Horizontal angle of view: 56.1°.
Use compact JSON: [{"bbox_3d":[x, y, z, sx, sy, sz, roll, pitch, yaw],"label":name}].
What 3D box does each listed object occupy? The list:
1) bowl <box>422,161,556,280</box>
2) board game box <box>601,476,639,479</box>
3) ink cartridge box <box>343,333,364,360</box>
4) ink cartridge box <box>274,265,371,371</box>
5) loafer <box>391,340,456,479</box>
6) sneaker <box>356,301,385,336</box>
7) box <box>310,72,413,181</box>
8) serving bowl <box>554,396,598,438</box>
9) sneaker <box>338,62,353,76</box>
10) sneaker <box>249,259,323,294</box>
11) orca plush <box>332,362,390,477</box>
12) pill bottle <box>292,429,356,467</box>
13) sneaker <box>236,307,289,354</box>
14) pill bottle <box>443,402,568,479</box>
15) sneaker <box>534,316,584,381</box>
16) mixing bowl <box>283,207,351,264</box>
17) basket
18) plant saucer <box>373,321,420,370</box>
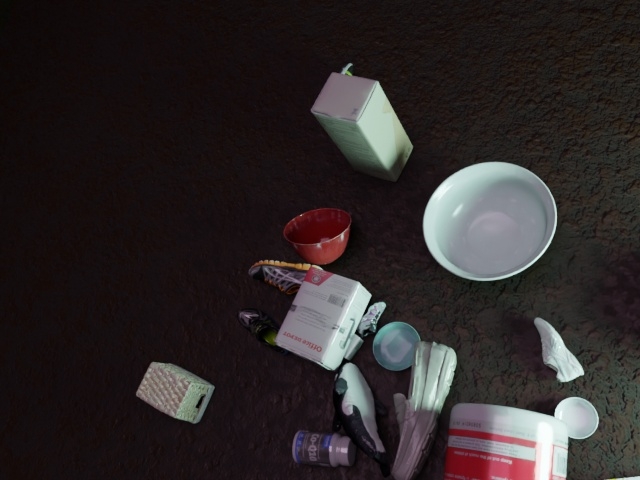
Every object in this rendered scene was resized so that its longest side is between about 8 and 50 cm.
[{"bbox_3d":[0.403,-0.027,1.424,0.298,0.134,0.297,-9,66,21],"label":"bowl"},{"bbox_3d":[0.624,0.524,1.149,0.201,0.035,0.136,-15,63,18],"label":"board game box"},{"bbox_3d":[0.048,0.247,1.525,0.115,0.029,0.062,32,84,36],"label":"ink cartridge box"},{"bbox_3d":[0.007,0.195,1.497,0.159,0.092,0.217,17,73,35],"label":"ink cartridge box"},{"bbox_3d":[0.214,0.380,1.350,0.112,0.112,0.319,13,65,22],"label":"loafer"},{"bbox_3d":[0.133,0.203,1.493,0.098,0.038,0.069,-44,39,12],"label":"sneaker"},{"bbox_3d":[0.116,-0.286,1.556,0.148,0.311,0.121,21,78,30],"label":"box"},{"bbox_3d":[0.535,0.372,1.257,0.083,0.027,0.083,-9,66,20],"label":"serving bowl"},{"bbox_3d":[0.087,-0.414,1.777,0.097,0.084,0.234,11,73,2],"label":"sneaker"},{"bbox_3d":[-0.099,0.103,1.622,0.215,0.084,0.083,3,75,24],"label":"sneaker"},{"bbox_3d":[0.079,0.417,1.379,0.102,0.151,0.287,-48,47,19],"label":"orca plush"},{"bbox_3d":[0.010,0.489,1.410,0.137,0.078,0.078,-3,67,22],"label":"pill bottle"},{"bbox_3d":[-0.152,0.232,1.591,0.188,0.078,0.067,33,84,32],"label":"sneaker"},{"bbox_3d":[0.345,0.537,1.154,0.229,0.229,0.407,2,69,25],"label":"pill bottle"},{"bbox_3d":[0.506,0.238,1.313,0.061,0.054,0.152,-33,60,11],"label":"sneaker"},{"bbox_3d":[0.000,0.000,1.593,0.182,0.098,0.181,-9,31,6],"label":"mixing bowl"},{"bbox_3d":[-0.391,0.403,1.609,0.167,0.103,0.113,18,78,28],"label":"basket"},{"bbox_3d":[0.188,0.259,1.463,0.119,0.021,0.119,-9,66,21],"label":"plant saucer"}]
